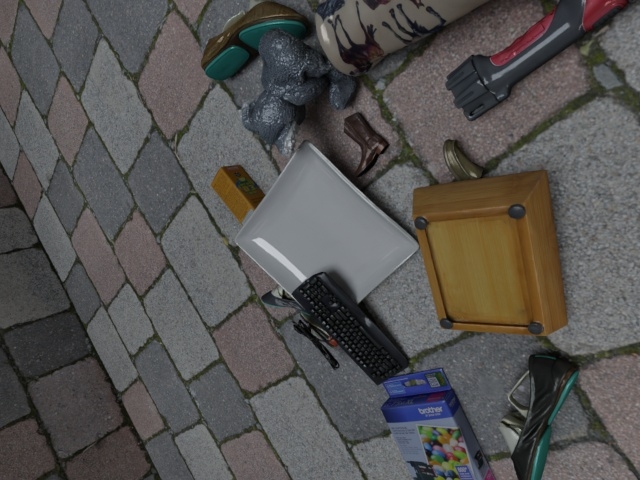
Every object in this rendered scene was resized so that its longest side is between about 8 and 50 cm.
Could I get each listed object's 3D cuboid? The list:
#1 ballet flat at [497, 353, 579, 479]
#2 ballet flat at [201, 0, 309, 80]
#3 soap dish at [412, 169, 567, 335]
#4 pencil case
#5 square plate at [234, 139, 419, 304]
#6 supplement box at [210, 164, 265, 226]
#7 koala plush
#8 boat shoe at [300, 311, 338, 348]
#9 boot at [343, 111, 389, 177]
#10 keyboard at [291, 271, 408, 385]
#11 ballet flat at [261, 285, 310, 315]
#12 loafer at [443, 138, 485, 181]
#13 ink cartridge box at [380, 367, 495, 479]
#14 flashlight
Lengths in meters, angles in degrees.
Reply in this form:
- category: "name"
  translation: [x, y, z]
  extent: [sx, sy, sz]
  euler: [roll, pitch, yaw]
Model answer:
- category: "ballet flat"
  translation: [0.411, 0.346, 0.802]
  extent: [0.096, 0.095, 0.281]
  euler: [22, 106, 42]
- category: "ballet flat"
  translation: [-0.169, -0.502, 0.987]
  extent: [0.342, 0.116, 0.124]
  euler: [-8, 79, 43]
- category: "soap dish"
  translation: [0.296, 0.036, 0.740]
  extent: [0.228, 0.118, 0.291]
  euler: [-4, 112, 38]
- category: "pencil case"
  translation: [0.167, -0.406, 0.661]
  extent: [0.410, 0.183, 0.160]
  euler: [-4, 59, 52]
- category: "square plate"
  translation: [0.000, 0.000, 0.985]
  extent: [0.344, 0.049, 0.347]
  euler: [43, 121, 3]
- category: "supplement box"
  translation: [-0.201, -0.103, 1.137]
  extent: [0.233, 0.078, 0.080]
  euler: [48, 126, 15]
- category: "koala plush"
  translation: [-0.075, -0.303, 0.871]
  extent: [0.196, 0.203, 0.221]
  euler: [40, 110, 23]
- category: "boat shoe"
  translation: [-0.003, 0.237, 1.110]
  extent: [0.137, 0.049, 0.043]
  euler: [33, 124, 20]
- category: "boot"
  translation: [0.081, -0.213, 0.912]
  extent: [0.114, 0.037, 0.106]
  euler: [48, 114, 12]
- category: "keyboard"
  translation: [0.045, 0.237, 1.020]
  extent: [0.317, 0.033, 0.201]
  euler: [47, 123, 0]
- category: "ballet flat"
  translation: [-0.076, 0.152, 1.125]
  extent: [0.203, 0.074, 0.074]
  euler: [10, 110, 29]
- category: "loafer"
  translation: [0.281, -0.129, 0.775]
  extent: [0.050, 0.056, 0.148]
  euler: [-25, 98, 39]
- category: "ink cartridge box"
  translation: [0.266, 0.467, 0.964]
  extent: [0.185, 0.065, 0.311]
  euler: [-26, 85, 39]
- category: "flashlight"
  translation: [0.339, -0.327, 0.644]
  extent: [0.103, 0.103, 0.304]
  euler: [36, 138, -22]
